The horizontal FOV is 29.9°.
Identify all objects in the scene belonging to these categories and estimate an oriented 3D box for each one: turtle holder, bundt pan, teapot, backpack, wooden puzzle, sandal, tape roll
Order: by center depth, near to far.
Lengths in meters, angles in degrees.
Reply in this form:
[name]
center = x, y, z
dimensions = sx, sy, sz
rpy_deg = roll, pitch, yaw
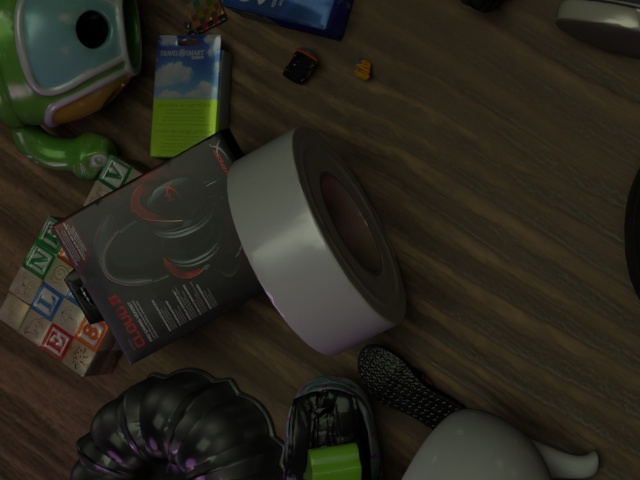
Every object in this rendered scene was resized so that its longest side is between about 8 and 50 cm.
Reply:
[teapot]
center = 0.203, 0.342, 1.453
dimensions = 0.187, 0.252, 0.256
rpy_deg = 26, 92, 26
[tape roll]
center = 0.000, 0.000, 1.529
dimensions = 0.100, 0.286, 0.286
rpy_deg = -29, 78, 17
[backpack]
center = 0.011, 0.272, 1.597
dimensions = 0.152, 0.115, 0.182
rpy_deg = -4, 99, 1
[sandal]
center = 0.124, 0.204, 1.609
dimensions = 0.179, 0.040, 0.067
rpy_deg = 35, 105, 3
[bundt pan]
center = -0.212, 0.346, 1.677
dimensions = 0.331, 0.124, 0.331
rpy_deg = -1, 88, 20
[turtle holder]
center = -0.376, -0.261, 1.705
dimensions = 0.227, 0.243, 0.320
rpy_deg = -4, 77, 3
[wooden puzzle]
center = -0.166, -0.333, 1.751
dimensions = 0.083, 0.006, 0.049
rpy_deg = -24, 80, 18

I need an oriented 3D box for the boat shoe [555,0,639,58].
[boat shoe]
center = 0.470, -0.302, 1.466
dimensions = 0.340, 0.127, 0.158
rpy_deg = 12, 85, 12

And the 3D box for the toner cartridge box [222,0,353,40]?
[toner cartridge box]
center = -0.006, -0.468, 1.663
dimensions = 0.165, 0.075, 0.348
rpy_deg = 17, 93, 19

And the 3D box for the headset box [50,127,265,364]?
[headset box]
center = -0.202, 0.014, 1.615
dimensions = 0.293, 0.110, 0.218
rpy_deg = -28, 95, 6

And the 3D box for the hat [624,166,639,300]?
[hat]
center = 0.512, 0.009, 1.420
dimensions = 0.331, 0.134, 0.331
rpy_deg = -4, 69, 12

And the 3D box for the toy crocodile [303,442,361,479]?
[toy crocodile]
center = 0.018, 0.381, 1.521
dimensions = 0.115, 0.105, 0.340
rpy_deg = -11, 126, -8

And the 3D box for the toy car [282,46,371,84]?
[toy car]
center = 0.011, -0.240, 1.677
dimensions = 0.122, 0.060, 0.040
rpy_deg = 16, 49, 4

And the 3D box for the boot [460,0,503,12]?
[boot]
center = 0.188, -0.475, 1.584
dimensions = 0.223, 0.118, 0.338
rpy_deg = 19, 83, 23

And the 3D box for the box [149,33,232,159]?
[box]
center = -0.187, -0.205, 1.734
dimensions = 0.109, 0.042, 0.178
rpy_deg = 3, 88, 20

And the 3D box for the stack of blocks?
[stack of blocks]
center = -0.322, 0.027, 1.749
dimensions = 0.171, 0.087, 0.297
rpy_deg = 32, 98, 17
